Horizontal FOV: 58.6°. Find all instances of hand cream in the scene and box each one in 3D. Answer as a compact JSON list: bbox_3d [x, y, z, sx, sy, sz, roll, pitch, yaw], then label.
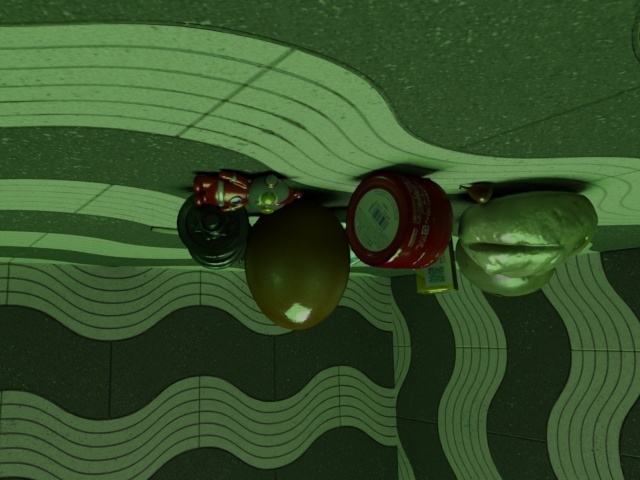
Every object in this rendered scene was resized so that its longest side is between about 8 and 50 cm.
[{"bbox_3d":[0.176,-0.044,1.310,0.149,0.230,0.230,5,169,-39],"label":"hand cream"}]

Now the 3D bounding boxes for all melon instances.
[{"bbox_3d":[0.596,0.051,1.864,0.330,0.268,0.268,2,175,38],"label":"melon"}]

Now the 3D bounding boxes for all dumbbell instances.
[{"bbox_3d":[-0.283,-0.022,1.536,0.179,0.179,0.406,0,172,-8],"label":"dumbbell"}]

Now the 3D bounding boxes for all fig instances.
[{"bbox_3d":[0.387,-0.123,1.427,0.083,0.050,0.050,18,178,18],"label":"fig"}]

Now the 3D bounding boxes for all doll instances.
[{"bbox_3d":[-0.165,-0.108,1.308,0.245,0.076,0.142,5,149,-8],"label":"doll"}]

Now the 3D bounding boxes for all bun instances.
[{"bbox_3d":[0.547,-0.011,1.526,0.365,0.219,0.365,-8,174,-1],"label":"bun"}]

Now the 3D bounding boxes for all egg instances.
[{"bbox_3d":[-0.061,0.060,1.518,0.283,0.351,0.282,3,177,0],"label":"egg"}]

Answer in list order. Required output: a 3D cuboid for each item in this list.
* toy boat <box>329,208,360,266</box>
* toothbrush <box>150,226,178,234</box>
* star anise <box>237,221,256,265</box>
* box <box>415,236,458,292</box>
[{"bbox_3d":[0.000,0.000,1.785,0.330,0.123,0.215,-25,126,29],"label":"toy boat"},{"bbox_3d":[-0.456,-0.025,1.997,0.294,0.026,0.028,6,-176,-43],"label":"toothbrush"},{"bbox_3d":[-0.220,0.009,1.735,0.182,0.195,0.065,-34,146,2],"label":"star anise"},{"bbox_3d":[0.309,0.013,1.559,0.097,0.265,0.168,-7,170,18],"label":"box"}]
